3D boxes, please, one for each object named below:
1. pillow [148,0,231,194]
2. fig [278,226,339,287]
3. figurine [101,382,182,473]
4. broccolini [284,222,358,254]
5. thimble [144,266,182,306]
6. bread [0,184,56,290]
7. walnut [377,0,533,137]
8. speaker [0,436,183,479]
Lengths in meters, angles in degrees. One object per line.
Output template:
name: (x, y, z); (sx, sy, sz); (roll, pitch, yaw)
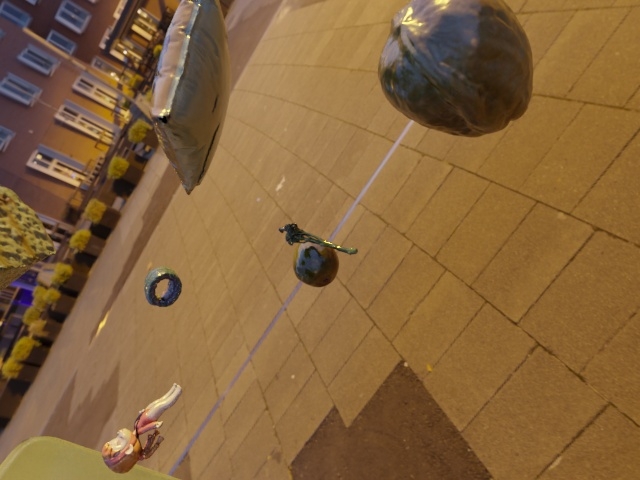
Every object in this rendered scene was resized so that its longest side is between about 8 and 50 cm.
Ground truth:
pillow: (-0.243, -0.282, 0.787); (0.312, 0.119, 0.311); (123, 154, -75)
fig: (-0.040, 0.023, 1.077); (0.124, 0.124, 0.236); (-53, 47, 16)
figurine: (-0.205, 0.221, 0.483); (0.109, 0.047, 0.064); (-49, 19, -28)
broccolini: (0.002, 0.000, 0.961); (0.194, 0.052, 0.054); (13, 92, 20)
thimble: (-0.577, 0.169, 1.487); (0.090, 0.118, 0.135); (25, 104, 54)
bread: (-0.725, 0.031, 0.708); (0.264, 0.239, 0.395); (-38, -7, 3)
walnut: (0.237, -0.306, 0.712); (0.227, 0.282, 0.283); (-43, 36, 36)
speaker: (-0.355, 0.508, 0.671); (0.184, 0.406, 0.183); (-57, 15, 15)
